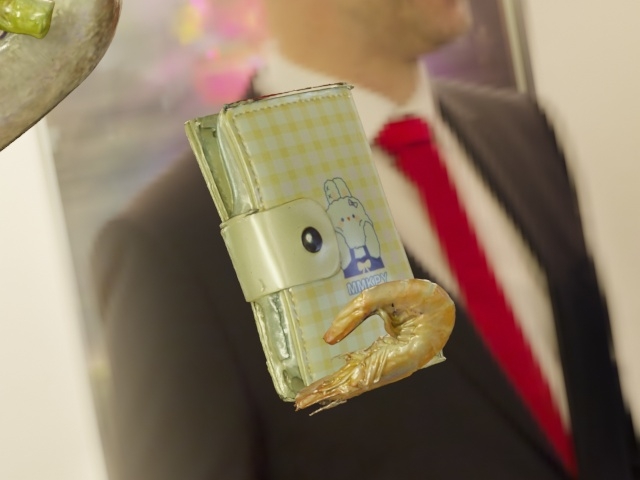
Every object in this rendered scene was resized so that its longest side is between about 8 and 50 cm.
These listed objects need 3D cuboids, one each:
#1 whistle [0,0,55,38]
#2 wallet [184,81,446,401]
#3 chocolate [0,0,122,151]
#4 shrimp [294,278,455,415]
[{"bbox_3d":[-0.333,-0.217,1.677,0.198,0.104,0.057,14,-8,-8],"label":"whistle"},{"bbox_3d":[0.000,0.000,1.941,0.223,0.310,0.077,-12,-9,-47],"label":"wallet"},{"bbox_3d":[-0.295,-0.159,1.820,0.303,0.100,0.185,-44,22,9],"label":"chocolate"},{"bbox_3d":[0.040,0.089,1.612,0.162,0.095,0.045,-31,48,1],"label":"shrimp"}]
